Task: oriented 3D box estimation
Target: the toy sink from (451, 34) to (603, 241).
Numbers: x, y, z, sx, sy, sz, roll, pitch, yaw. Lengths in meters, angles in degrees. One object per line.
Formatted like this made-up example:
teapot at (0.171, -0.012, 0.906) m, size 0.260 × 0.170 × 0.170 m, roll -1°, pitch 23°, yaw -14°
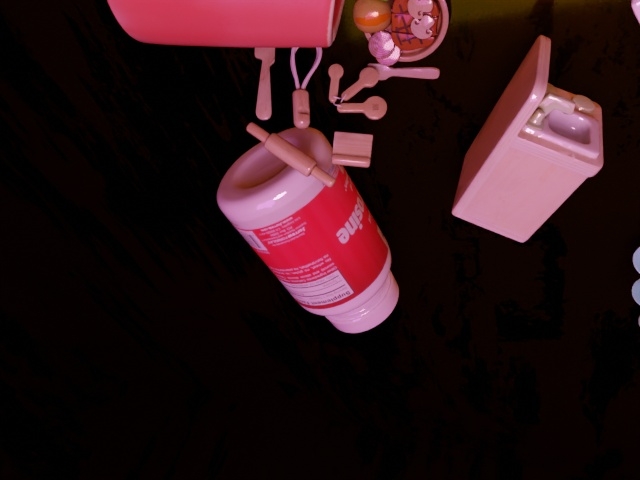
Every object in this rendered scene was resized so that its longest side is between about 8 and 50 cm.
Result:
toy sink at (0.305, -0.135, 0.665) m, size 0.131 × 0.152 × 0.234 m, roll 22°, pitch 142°, yaw 3°

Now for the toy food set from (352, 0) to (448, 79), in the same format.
toy food set at (0.111, -0.305, 0.657) m, size 0.133 × 0.038 × 0.192 m, roll 8°, pitch 140°, yaw 20°

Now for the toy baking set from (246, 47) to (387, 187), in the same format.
toy baking set at (-0.017, -0.209, 0.731) m, size 0.256 × 0.196 × 0.030 m, roll 30°, pitch 178°, yaw 4°

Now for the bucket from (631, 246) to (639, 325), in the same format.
bucket at (0.593, 0.045, 0.633) m, size 0.183 × 0.281 × 0.281 m, roll 10°, pitch 142°, yaw 4°

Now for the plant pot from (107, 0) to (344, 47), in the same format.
plant pot at (-0.086, -0.352, 0.546) m, size 0.243 × 0.274 × 0.274 m, roll 13°, pitch 143°, yaw 1°

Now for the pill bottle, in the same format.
pill bottle at (0.000, 0.000, 0.933) m, size 0.229 × 0.229 × 0.407 m, roll -7°, pitch 134°, yaw 35°

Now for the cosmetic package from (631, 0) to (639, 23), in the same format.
cosmetic package at (0.470, -0.235, 0.461) m, size 0.225 × 0.138 × 0.224 m, roll -19°, pitch 126°, yaw 44°
